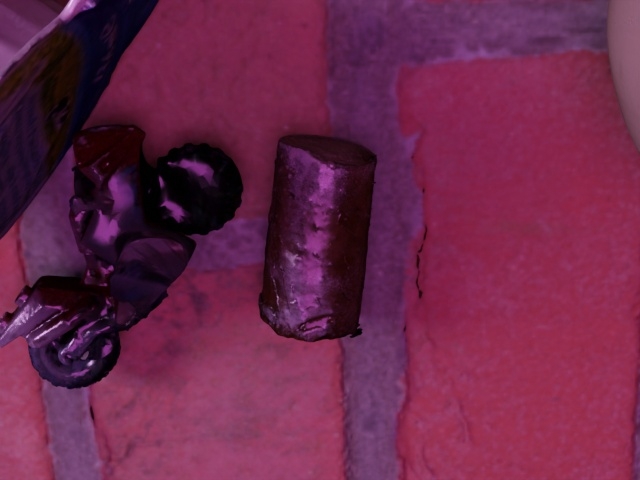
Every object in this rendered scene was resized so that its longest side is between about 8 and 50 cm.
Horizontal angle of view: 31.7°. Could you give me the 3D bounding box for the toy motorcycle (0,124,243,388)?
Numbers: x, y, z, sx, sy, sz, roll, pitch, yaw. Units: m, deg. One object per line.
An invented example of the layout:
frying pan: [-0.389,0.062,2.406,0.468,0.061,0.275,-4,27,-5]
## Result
toy motorcycle: [-0.153,0.007,0.788,0.122,0.082,0.213,35,102,-15]

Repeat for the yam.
yam: [-0.001,0.000,0.798,0.079,0.079,0.141,5,106,-5]

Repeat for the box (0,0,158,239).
box: [-0.256,-0.118,0.680,0.206,0.262,0.291,34,70,-3]

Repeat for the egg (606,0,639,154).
egg: [0.294,-0.115,0.702,0.219,0.219,0.269,-28,123,6]
